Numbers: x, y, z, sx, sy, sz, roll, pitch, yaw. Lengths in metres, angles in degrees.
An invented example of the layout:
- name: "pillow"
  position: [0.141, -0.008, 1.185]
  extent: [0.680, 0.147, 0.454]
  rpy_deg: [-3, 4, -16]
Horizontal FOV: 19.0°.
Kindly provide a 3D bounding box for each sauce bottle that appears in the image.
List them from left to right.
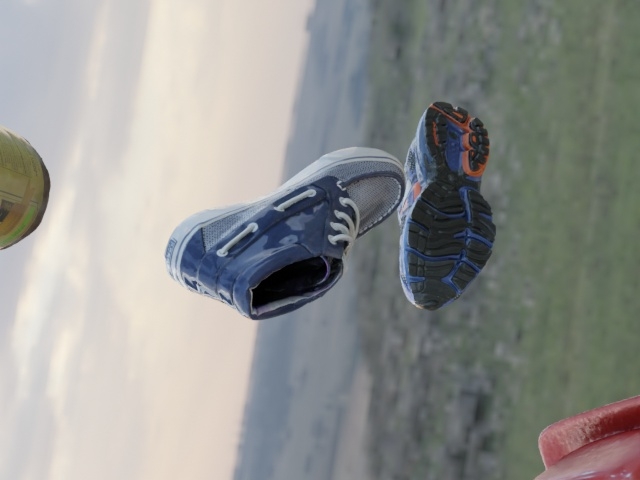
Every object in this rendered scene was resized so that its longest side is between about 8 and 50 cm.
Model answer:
- name: "sauce bottle"
  position: [-0.298, -0.053, 1.436]
  extent: [0.344, 0.111, 0.111]
  rpy_deg: [23, -104, -80]

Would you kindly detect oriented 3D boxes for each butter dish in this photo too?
- name: "butter dish"
  position: [0.168, 0.181, 1.087]
  extent: [0.160, 0.118, 0.160]
  rpy_deg: [-27, 85, 55]

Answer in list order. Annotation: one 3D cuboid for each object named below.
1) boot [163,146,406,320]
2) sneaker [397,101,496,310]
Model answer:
- name: "boot"
  position: [0.000, 0.000, 1.220]
  extent: [0.086, 0.190, 0.069]
  rpy_deg: [29, 134, 43]
- name: "sneaker"
  position: [0.106, -0.020, 1.700]
  extent: [0.087, 0.083, 0.221]
  rpy_deg: [118, 169, -46]
